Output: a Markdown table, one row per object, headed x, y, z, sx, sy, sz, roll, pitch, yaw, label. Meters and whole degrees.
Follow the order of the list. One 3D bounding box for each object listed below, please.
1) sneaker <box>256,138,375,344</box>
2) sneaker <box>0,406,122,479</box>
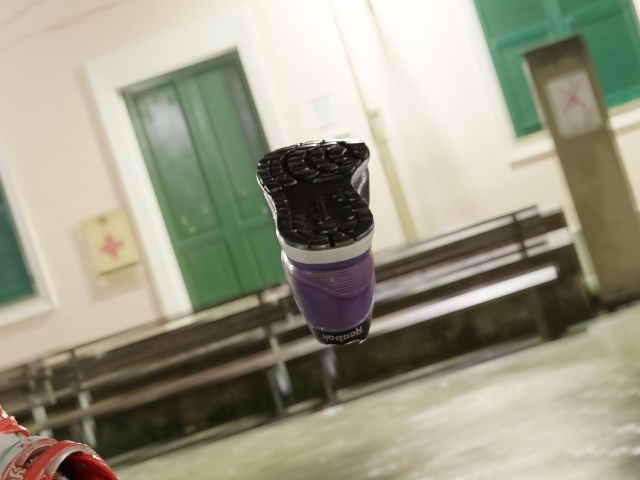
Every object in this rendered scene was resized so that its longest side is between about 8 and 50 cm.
| x | y | z | sx | sy | sz | roll | pitch | yaw | label |
| --- | --- | --- | --- | --- | --- | --- | --- | --- | --- |
| 0.000 | 0.000 | 1.396 | 0.107 | 0.124 | 0.283 | -6 | 25 | 3 | sneaker |
| -0.213 | 0.135 | 0.996 | 0.145 | 0.270 | 0.090 | -32 | -5 | 40 | sneaker |
